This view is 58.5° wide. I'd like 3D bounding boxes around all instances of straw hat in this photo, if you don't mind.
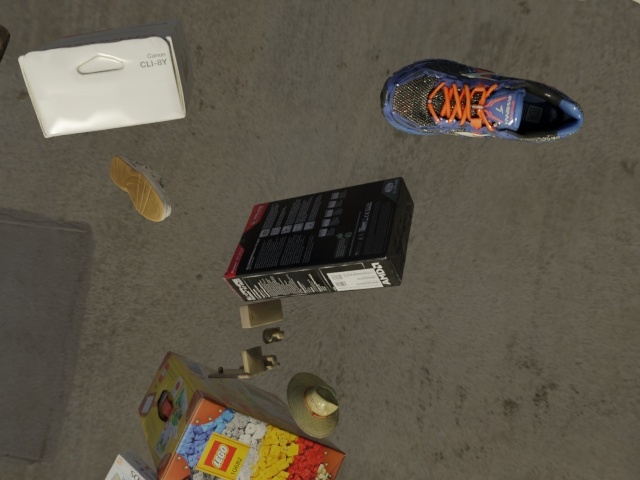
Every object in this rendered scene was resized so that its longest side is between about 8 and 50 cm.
[{"bbox_3d":[0.002,0.332,1.191,0.061,0.144,0.144,-38,83,38],"label":"straw hat"}]

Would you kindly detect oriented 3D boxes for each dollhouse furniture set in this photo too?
[{"bbox_3d":[-0.170,0.221,1.297,0.123,0.144,0.151,-11,86,35],"label":"dollhouse furniture set"}]

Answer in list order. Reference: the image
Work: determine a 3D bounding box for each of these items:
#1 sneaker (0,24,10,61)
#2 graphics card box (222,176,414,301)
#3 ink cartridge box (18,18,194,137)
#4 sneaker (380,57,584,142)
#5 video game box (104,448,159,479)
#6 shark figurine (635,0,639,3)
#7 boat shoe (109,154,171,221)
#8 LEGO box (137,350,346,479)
[{"bbox_3d":[-0.325,-0.108,0.459,0.071,0.066,0.188,30,101,-27],"label":"sneaker"},{"bbox_3d":[0.000,0.000,1.201,0.371,0.094,0.232,-10,42,27],"label":"graphics card box"},{"bbox_3d":[-0.428,-0.359,1.220,0.279,0.384,0.160,-10,116,-5],"label":"ink cartridge box"},{"bbox_3d":[0.170,-0.142,0.588,0.221,0.087,0.083,0,106,-10],"label":"sneaker"},{"bbox_3d":[-0.383,0.568,1.161,0.187,0.048,0.205,30,94,27],"label":"video game box"},{"bbox_3d":[0.368,-0.247,0.508,0.166,0.278,0.116,3,112,-36],"label":"shark figurine"},{"bbox_3d":[-0.453,-0.145,1.505,0.277,0.096,0.098,42,120,33],"label":"boat shoe"},{"bbox_3d":[-0.223,0.475,1.427,0.372,0.500,0.193,29,80,-21],"label":"LEGO box"}]
